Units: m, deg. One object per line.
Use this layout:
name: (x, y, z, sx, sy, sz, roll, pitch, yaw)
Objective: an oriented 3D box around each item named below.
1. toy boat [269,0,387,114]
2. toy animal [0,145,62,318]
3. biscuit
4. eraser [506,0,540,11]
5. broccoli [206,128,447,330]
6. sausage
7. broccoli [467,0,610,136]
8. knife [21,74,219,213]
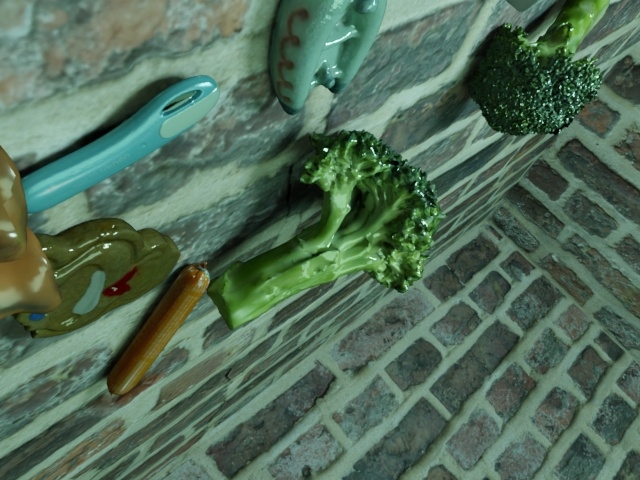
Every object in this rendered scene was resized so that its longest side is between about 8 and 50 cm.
toy boat: (0.015, -0.221, 0.564, 0.134, 0.079, 0.207, -30, 161, -28)
toy animal: (-0.332, 0.079, 0.312, 0.338, 0.191, 0.216, -32, 156, -28)
biscuit: (-0.290, 0.045, 0.591, 0.183, 0.047, 0.320, -46, 162, 3)
eraser: (0.414, -0.484, 0.788, 0.270, 0.095, 0.174, -35, 164, -21)
broccoli: (0.029, 0.014, 0.900, 0.353, 0.275, 0.397, 27, 103, -27)
sausage: (-0.281, 0.159, 0.871, 0.348, 0.053, 0.053, -50, 162, 24)
broccoli: (0.476, -0.384, 1.028, 0.361, 0.221, 0.252, -54, 169, 3)
knife: (-0.193, -0.094, 0.486, 0.222, 0.031, 0.064, -35, 166, -12)
